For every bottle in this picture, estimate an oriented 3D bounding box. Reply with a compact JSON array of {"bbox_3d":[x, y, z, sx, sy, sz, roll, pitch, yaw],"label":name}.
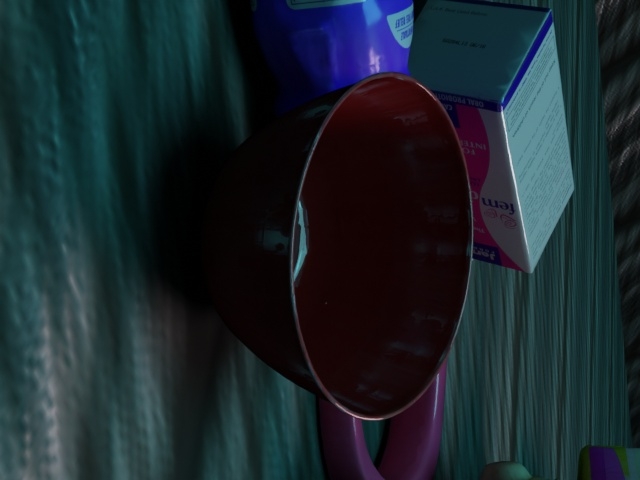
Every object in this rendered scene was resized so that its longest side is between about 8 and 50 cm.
[{"bbox_3d":[0.006,-0.155,0.626,0.118,0.092,0.282,-47,132,-64],"label":"bottle"}]

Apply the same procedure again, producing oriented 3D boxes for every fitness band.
[{"bbox_3d":[0.057,0.068,0.814,0.209,0.054,0.290,47,47,-64],"label":"fitness band"}]

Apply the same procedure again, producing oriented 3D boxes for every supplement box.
[{"bbox_3d":[0.142,-0.088,0.903,0.114,0.111,0.220,-59,146,-27],"label":"supplement box"}]

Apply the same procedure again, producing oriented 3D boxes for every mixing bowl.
[{"bbox_3d":[0.000,0.000,0.565,0.181,0.098,0.181,-10,102,-54],"label":"mixing bowl"}]

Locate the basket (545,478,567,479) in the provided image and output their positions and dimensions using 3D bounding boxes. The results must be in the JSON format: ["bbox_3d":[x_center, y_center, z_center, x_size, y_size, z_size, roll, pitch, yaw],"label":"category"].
[{"bbox_3d":[0.283,0.432,1.145,0.213,0.223,0.299,-35,122,-66],"label":"basket"}]

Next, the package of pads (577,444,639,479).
[{"bbox_3d":[0.286,0.359,0.952,0.229,0.101,0.296,-41,129,-73],"label":"package of pads"}]

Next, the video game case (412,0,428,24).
[{"bbox_3d":[0.131,-0.134,1.055,0.274,0.026,0.196,63,32,-51],"label":"video game case"}]

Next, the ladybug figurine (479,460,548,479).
[{"bbox_3d":[0.139,0.398,0.790,0.305,0.162,0.449,84,2,-77],"label":"ladybug figurine"}]
